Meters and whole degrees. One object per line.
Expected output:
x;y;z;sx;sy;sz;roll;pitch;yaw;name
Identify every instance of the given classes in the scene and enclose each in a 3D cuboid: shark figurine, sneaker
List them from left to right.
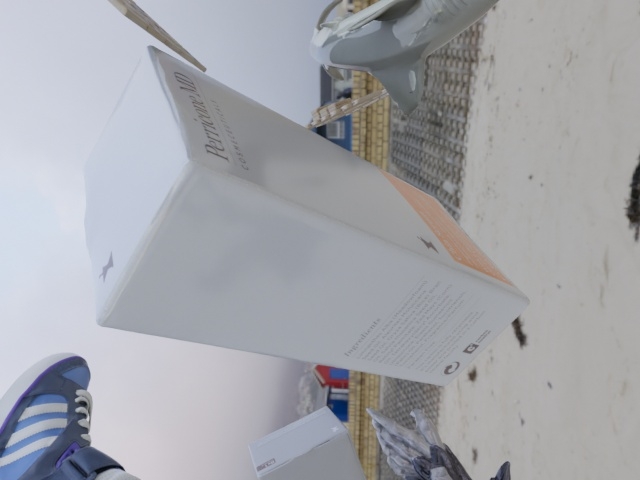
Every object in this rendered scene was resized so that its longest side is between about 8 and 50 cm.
-0.299;0.278;0.646;0.323;0.236;0.130;-74;-6;-65;sneaker
0.054;-0.179;0.509;0.166;0.278;0.116;-43;-63;-26;shark figurine

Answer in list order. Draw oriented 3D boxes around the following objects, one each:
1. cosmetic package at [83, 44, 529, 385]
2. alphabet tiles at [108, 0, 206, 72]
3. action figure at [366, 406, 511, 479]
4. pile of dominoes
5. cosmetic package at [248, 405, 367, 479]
0.000;0.000;0.573;0.162;0.453;0.230;-53;42;21;cosmetic package
-0.235;-0.276;0.531;0.009;0.237;0.198;-47;-2;8;alphabet tiles
0.049;0.201;0.352;0.164;0.141;0.275;-54;-33;-1;action figure
0.070;-0.302;1.116;0.196;0.251;0.040;-29;-80;-38;pile of dominoes
0.007;0.357;0.675;0.107;0.127;0.238;177;73;-75;cosmetic package
